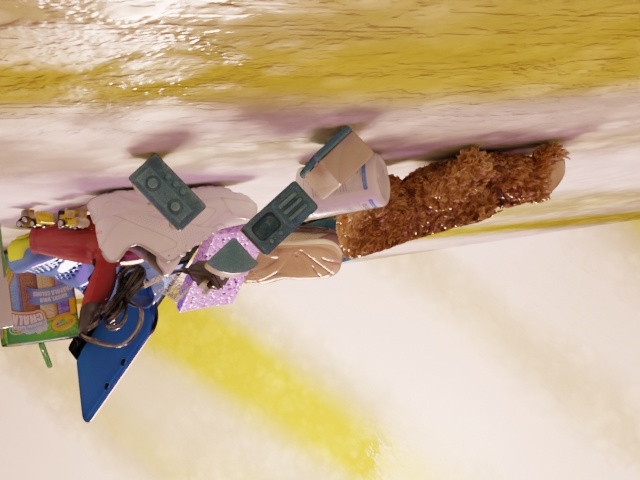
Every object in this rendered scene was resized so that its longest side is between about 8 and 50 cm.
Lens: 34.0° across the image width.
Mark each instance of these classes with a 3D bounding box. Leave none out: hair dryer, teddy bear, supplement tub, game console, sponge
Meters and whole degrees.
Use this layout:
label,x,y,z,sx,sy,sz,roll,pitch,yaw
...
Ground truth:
label,x,y,z,sx,sy,sz,roll,pitch,yaw
hair dryer,-0.293,0.028,1.435,0.293,0.080,0.223,21,-145,36
teddy bear,0.178,-0.072,1.447,0.337,0.113,0.245,-16,-179,9
supplement tub,0.029,-0.069,1.326,0.107,0.071,0.071,-8,175,19
game console,-0.324,0.156,1.909,0.250,0.173,0.293,-14,148,-54
sponge,-0.180,0.048,1.901,0.117,0.031,0.210,-5,139,-36

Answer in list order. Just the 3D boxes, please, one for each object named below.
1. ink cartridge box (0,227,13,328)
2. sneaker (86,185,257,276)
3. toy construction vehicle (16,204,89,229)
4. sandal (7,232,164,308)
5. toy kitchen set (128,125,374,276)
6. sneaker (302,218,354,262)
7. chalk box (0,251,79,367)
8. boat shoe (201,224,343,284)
label,x,y,z,sx,sy,sz,roll,pitch,yaw
ink cartridge box,-0.548,0.064,1.487,0.212,0.154,0.093,-12,175,30
sneaker,-0.192,-0.011,1.393,0.232,0.115,0.090,-5,175,-23
toy construction vehicle,-0.345,-0.033,1.414,0.098,0.035,0.086,-1,177,26
sandal,-0.346,0.041,1.645,0.126,0.138,0.317,-9,173,39
toy kitchen set,-0.079,-0.077,1.153,0.207,0.166,0.122,-44,-177,-12
sneaker,0.000,0.000,2.031,0.228,0.088,0.092,-3,-175,29
chalk box,-0.516,0.127,1.897,0.132,0.213,0.132,-5,174,-23
boat shoe,-0.086,0.018,1.970,0.285,0.103,0.092,-1,-149,22
